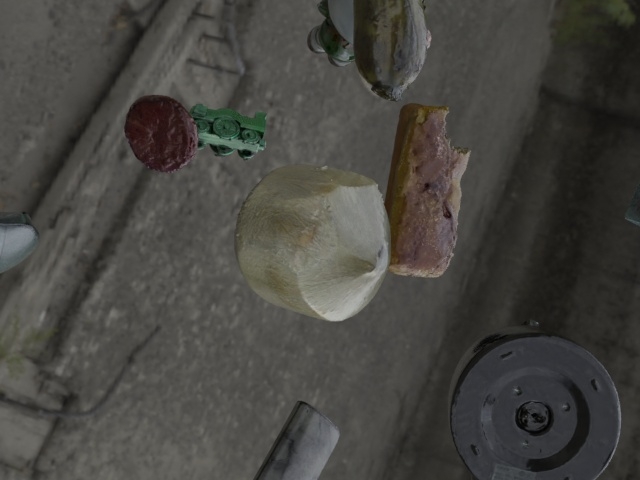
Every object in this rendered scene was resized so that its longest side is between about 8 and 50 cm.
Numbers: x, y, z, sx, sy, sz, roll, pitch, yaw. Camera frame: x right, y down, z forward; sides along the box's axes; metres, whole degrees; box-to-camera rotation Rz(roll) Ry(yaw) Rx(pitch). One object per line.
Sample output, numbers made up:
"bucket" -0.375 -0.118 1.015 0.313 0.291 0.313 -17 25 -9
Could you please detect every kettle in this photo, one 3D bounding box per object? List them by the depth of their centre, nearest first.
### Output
"kettle" 0.260 0.241 1.275 0.290 0.207 0.269 -19 127 -87

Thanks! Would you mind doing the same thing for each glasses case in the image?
"glasses case" -0.076 0.427 1.603 0.114 0.060 0.299 46 63 -34

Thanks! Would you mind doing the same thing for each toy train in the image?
"toy train" -0.198 -0.233 1.957 0.071 0.178 0.105 114 -17 -53

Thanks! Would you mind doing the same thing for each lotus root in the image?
"lotus root" 0.083 -0.255 1.121 0.080 0.089 0.180 54 35 -86

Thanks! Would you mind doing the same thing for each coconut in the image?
"coconut" 0.000 0.000 1.499 0.245 0.247 0.245 -16 110 -50

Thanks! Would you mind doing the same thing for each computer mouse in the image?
"computer mouse" -0.593 0.014 1.584 0.203 0.374 0.114 -9 96 -31

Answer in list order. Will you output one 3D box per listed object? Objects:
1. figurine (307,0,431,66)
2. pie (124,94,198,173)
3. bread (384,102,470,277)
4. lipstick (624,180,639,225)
"figurine" 0.078 -0.429 1.810 0.167 0.281 0.370 -61 -166 -16
"pie" -0.289 -0.196 1.705 0.036 0.154 0.155 -44 146 -59
"bread" 0.236 -0.108 2.057 0.109 0.185 0.381 -147 -116 -64
"lipstick" 0.644 -0.019 1.482 0.371 0.076 0.080 29 -83 62
